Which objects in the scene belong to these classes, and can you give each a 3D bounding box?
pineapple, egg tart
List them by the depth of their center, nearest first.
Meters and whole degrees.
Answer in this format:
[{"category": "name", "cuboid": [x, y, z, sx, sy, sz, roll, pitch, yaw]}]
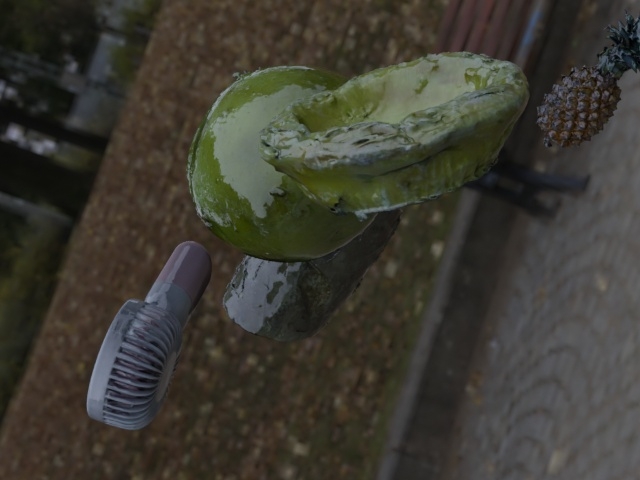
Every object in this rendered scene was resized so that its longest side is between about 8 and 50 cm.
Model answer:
[{"category": "egg tart", "cuboid": [0.056, -0.071, 1.030, 0.197, 0.197, 0.078, -80, -27, -71]}, {"category": "pineapple", "cuboid": [0.342, -0.189, 1.822, 0.221, 0.083, 0.103, -49, 9, 35]}]

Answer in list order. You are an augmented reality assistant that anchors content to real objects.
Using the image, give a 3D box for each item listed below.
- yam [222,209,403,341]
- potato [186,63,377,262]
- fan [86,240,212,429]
[{"category": "yam", "cuboid": [0.000, 0.000, 1.803, 0.254, 0.154, 0.154, -59, 6, 15]}, {"category": "potato", "cuboid": [-0.035, -0.078, 1.547, 0.304, 0.216, 0.216, 150, 140, -78]}, {"category": "fan", "cuboid": [-0.174, 0.092, 1.557, 0.244, 0.074, 0.130, -65, -10, -48]}]
